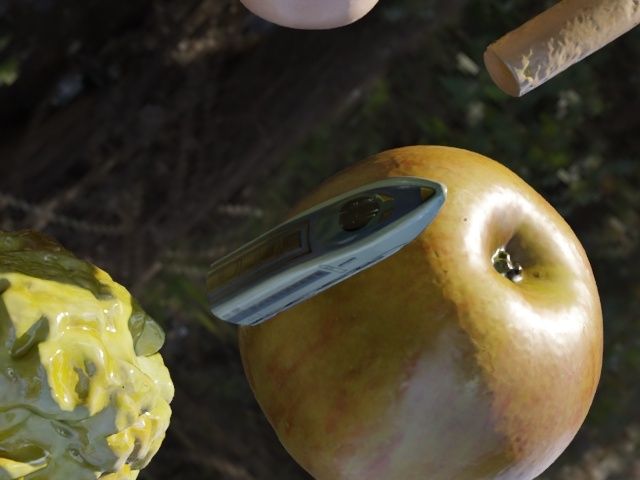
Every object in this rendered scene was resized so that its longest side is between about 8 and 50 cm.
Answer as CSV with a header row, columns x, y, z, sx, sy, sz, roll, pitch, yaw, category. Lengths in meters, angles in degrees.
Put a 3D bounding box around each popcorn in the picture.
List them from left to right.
x,y,z,sx,sy,sz,roll,pitch,yaw,category
-0.212,0.087,1.252,0.235,0.217,0.181,21,105,-32,popcorn

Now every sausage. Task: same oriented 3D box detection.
x,y,z,sx,sy,sz,roll,pitch,yaw,category
0.284,-0.229,1.798,0.301,0.066,0.066,-35,166,-18,sausage

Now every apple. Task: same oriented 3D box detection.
x,y,z,sx,sy,sz,roll,pitch,yaw,category
0.112,0.088,2.010,0.400,0.400,0.333,-37,167,-40,apple

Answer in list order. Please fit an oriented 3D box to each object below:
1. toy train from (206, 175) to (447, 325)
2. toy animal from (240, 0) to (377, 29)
x,y,z,sx,sy,sz,roll,pitch,yaw,category
0.001,0.000,1.372,0.252,0.048,0.055,-30,-129,50,toy train
0.004,-0.285,1.666,0.154,0.166,0.250,80,22,-45,toy animal
